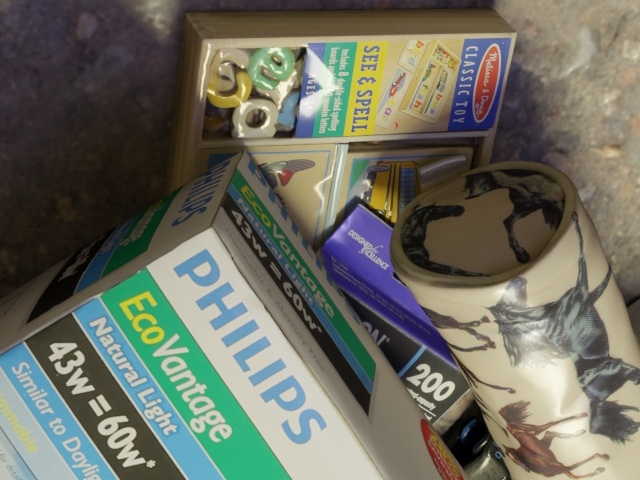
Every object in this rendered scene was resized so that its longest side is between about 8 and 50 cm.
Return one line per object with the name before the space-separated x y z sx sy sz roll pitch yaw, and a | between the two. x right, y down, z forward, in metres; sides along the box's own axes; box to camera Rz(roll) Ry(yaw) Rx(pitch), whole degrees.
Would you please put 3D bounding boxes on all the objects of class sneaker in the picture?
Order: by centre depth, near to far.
sneaker | 0.206 0.195 1.724 0.217 0.079 0.121 -34 127 1

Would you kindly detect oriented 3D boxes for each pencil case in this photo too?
pencil case | 0.199 0.116 1.531 0.160 0.183 0.410 -34 123 -9

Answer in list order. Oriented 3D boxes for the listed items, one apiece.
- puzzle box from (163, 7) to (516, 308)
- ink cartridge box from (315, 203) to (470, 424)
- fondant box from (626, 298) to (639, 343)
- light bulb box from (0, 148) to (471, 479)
puzzle box | 0.000 0.000 1.525 0.272 0.052 0.409 -4 123 -21
ink cartridge box | 0.034 0.099 1.544 0.208 0.045 0.206 -48 127 9
fondant box | 0.436 0.128 1.618 0.238 0.330 0.096 -35 128 3
light bulb box | -0.120 0.185 1.376 0.361 0.225 0.358 -32 103 12
